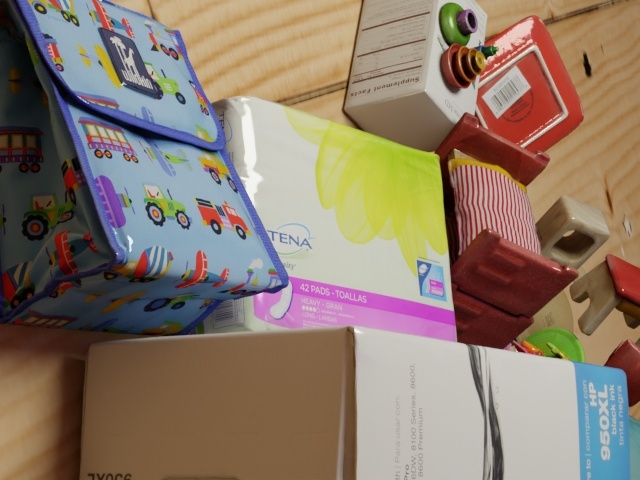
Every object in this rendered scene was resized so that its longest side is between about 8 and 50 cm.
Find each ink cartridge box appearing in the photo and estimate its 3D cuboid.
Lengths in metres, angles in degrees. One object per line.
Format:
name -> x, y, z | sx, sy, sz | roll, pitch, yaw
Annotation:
ink cartridge box -> 0.037, 0.174, 1.405 | 0.395, 0.285, 0.166 | 13, 75, -50

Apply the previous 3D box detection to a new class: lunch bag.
lunch bag -> -0.174, -0.082, 1.380 | 0.221, 0.138, 0.293 | 10, 60, -55

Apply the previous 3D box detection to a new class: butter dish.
butter dish -> 0.203, -0.171, 1.994 | 0.160, 0.118, 0.160 | -36, 118, -11

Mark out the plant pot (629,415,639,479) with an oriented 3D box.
plant pot -> 0.187, 0.280, 1.693 | 0.255, 0.272, 0.271 | 18, 65, -45

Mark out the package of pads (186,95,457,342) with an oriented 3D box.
package of pads -> 0.000, 0.000, 1.576 | 0.296, 0.101, 0.229 | 13, 66, -45

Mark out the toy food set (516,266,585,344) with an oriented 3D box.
toy food set -> 0.267, 0.101, 2.079 | 0.132, 0.038, 0.192 | 34, 57, -39

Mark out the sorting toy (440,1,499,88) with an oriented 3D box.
sorting toy -> 0.159, -0.207, 1.793 | 0.061, 0.042, 0.102 | 30, 55, -49

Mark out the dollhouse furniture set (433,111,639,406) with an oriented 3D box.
dollhouse furniture set -> 0.266, 0.042, 1.815 | 0.374, 0.152, 0.201 | 24, 36, -26

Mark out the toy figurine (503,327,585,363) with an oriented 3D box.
toy figurine -> 0.206, 0.132, 1.877 | 0.159, 0.173, 0.130 | 33, 96, -34

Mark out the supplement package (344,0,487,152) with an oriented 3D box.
supplement package -> 0.106, -0.195, 1.847 | 0.105, 0.105, 0.179 | 43, 46, -44
